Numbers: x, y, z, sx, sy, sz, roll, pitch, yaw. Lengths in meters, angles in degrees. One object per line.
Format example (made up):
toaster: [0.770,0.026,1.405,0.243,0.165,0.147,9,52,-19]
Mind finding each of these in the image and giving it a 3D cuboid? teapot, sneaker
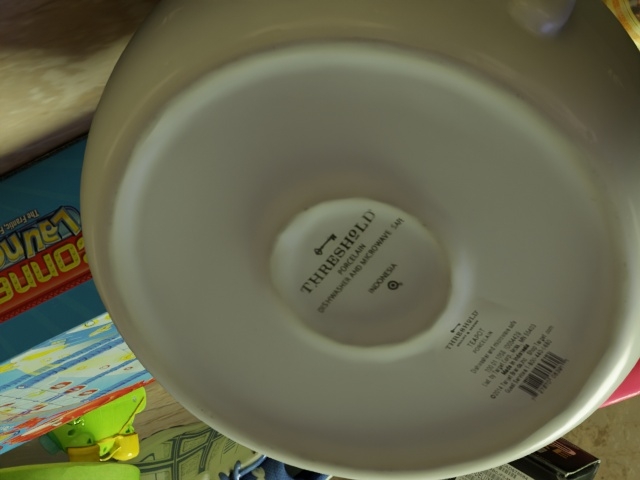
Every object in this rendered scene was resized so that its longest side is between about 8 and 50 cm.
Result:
teapot: [0.033,-0.042,0.809,0.256,0.252,0.187,-7,-147,18]
sneaker: [-0.077,0.197,1.648,0.296,0.112,0.131,-39,-164,-14]

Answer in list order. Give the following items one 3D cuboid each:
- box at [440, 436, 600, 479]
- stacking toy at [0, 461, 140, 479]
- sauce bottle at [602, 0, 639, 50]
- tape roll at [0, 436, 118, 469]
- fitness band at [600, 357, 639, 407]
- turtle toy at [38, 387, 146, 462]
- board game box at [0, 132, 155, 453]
box: [0.052,0.127,1.487,0.076,0.307,0.242,-62,166,4]
stacking toy: [-0.290,0.251,1.512,0.309,0.130,0.279,4,165,-37]
sauce bottle: [0.151,-0.111,1.153,0.128,0.042,0.042,-34,167,37]
tape roll: [-0.241,0.267,1.747,0.219,0.219,0.072,-25,-169,4]
fitness band: [0.219,0.013,1.512,0.291,0.209,0.054,-25,174,10]
turtle toy: [-0.183,0.131,1.579,0.066,0.095,0.130,-4,-178,33]
board game box: [-0.168,0.047,1.110,0.302,0.086,0.308,-26,171,11]
